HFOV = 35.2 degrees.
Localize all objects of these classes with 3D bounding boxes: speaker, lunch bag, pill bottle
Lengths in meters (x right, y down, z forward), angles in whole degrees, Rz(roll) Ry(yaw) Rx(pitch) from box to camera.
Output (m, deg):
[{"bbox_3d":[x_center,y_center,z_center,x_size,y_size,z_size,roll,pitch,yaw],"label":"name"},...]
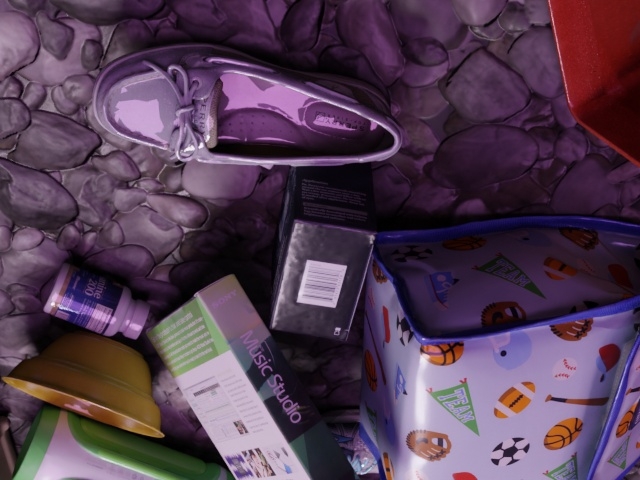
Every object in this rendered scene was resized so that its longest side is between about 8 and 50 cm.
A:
[{"bbox_3d":[-0.269,0.333,1.411,0.296,0.131,0.131,24,124,-15],"label":"speaker"},{"bbox_3d":[0.258,0.152,1.204,0.385,0.239,0.328,-7,127,-13],"label":"lunch bag"},{"bbox_3d":[-0.277,0.079,1.258,0.120,0.067,0.067,24,124,-15],"label":"pill bottle"}]

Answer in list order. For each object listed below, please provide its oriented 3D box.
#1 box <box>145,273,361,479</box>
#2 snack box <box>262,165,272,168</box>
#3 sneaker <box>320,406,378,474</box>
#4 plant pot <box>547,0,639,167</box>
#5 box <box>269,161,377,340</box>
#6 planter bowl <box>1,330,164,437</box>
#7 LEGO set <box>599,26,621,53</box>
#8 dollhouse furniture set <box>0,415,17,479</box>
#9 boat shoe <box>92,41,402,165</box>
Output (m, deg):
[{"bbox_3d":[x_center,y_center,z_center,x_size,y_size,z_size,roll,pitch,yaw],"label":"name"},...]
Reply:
[{"bbox_3d":[-0.076,0.209,1.197,0.322,0.058,0.232,57,151,-1],"label":"box"},{"bbox_3d":[-0.119,-0.143,1.115,0.178,0.022,0.064,25,121,-16],"label":"snack box"},{"bbox_3d":[0.002,0.297,1.378,0.282,0.122,0.110,12,127,-7],"label":"sneaker"},{"bbox_3d":[0.370,-0.220,0.902,0.235,0.267,0.267,-25,124,-5],"label":"plant pot"},{"bbox_3d":[0.000,0.000,1.133,0.093,0.158,0.156,9,126,-7],"label":"box"},{"bbox_3d":[-0.286,0.174,1.291,0.217,0.090,0.217,17,161,6],"label":"planter bowl"},{"bbox_3d":[0.293,-0.222,1.044,0.054,0.023,0.083,-21,124,16],"label":"LEGO set"},{"bbox_3d":[-0.510,0.301,1.349,0.151,0.198,0.302,-2,126,1],"label":"dollhouse furniture set"},{"bbox_3d":[-0.075,-0.132,1.049,0.320,0.103,0.118,8,107,-11],"label":"boat shoe"}]
